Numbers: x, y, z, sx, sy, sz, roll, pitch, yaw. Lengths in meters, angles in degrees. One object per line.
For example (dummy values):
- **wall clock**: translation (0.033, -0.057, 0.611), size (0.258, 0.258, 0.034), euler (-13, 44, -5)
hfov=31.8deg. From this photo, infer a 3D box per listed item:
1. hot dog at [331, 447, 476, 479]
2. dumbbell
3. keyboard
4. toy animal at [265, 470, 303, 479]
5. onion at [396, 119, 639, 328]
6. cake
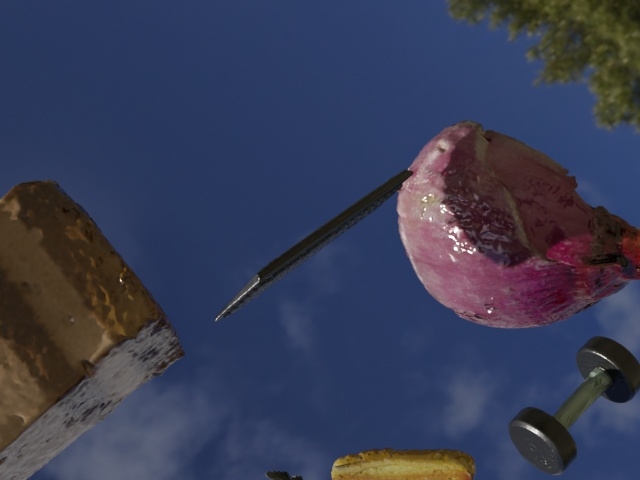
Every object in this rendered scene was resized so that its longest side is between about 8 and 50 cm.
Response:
- **hot dog**: translation (0.118, 0.323, 1.618), size (0.047, 0.215, 0.066), euler (-73, -35, -46)
- **dumbbell**: translation (0.354, 0.227, 1.551), size (0.191, 0.100, 0.100), euler (-41, -88, -24)
- **keyboard**: translation (0.000, 0.000, 0.804), size (0.010, 0.063, 0.198), euler (50, -137, 4)
- **toy animal**: translation (-0.030, 0.236, 1.042), size (0.084, 0.028, 0.050), euler (45, -151, -71)
- **onion**: translation (0.229, 0.019, 1.293), size (0.159, 0.348, 0.267), euler (-47, -52, -19)
- **cake**: translation (-0.299, 0.110, 1.076), size (0.293, 0.196, 0.199), euler (-41, -100, -12)
